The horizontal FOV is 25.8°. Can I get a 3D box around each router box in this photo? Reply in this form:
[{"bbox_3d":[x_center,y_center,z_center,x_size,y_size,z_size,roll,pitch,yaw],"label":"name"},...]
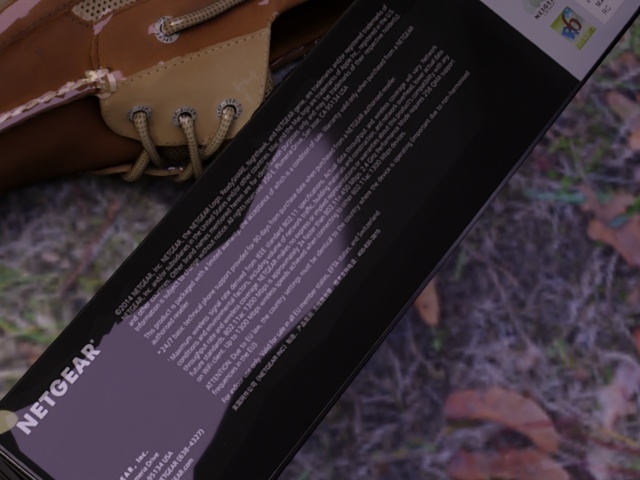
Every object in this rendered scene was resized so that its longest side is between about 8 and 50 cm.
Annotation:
[{"bbox_3d":[0.000,0.000,0.553,0.081,0.243,0.309,39,70,2],"label":"router box"}]

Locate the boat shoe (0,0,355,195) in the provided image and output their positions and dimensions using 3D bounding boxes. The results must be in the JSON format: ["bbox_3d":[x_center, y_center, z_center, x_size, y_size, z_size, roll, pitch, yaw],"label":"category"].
[{"bbox_3d":[-0.067,-0.089,0.632,0.324,0.122,0.120,-39,88,-18],"label":"boat shoe"}]
